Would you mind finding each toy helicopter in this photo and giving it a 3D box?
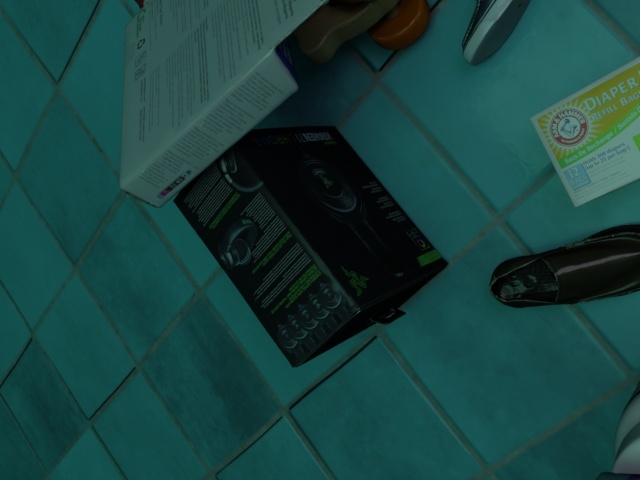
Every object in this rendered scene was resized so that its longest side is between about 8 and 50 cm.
[{"bbox_3d":[-0.044,-0.318,0.898,0.355,0.140,0.235,-26,62,23],"label":"toy helicopter"}]

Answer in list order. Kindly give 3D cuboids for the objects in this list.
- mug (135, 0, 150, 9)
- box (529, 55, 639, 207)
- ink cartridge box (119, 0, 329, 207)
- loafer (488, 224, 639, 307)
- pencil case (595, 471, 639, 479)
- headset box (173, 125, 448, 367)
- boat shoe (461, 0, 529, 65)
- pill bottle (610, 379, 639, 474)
[{"bbox_3d":[-0.195,-0.317,1.017,0.169,0.113,0.150,67,157,-1],"label":"mug"},{"bbox_3d":[0.342,-0.130,0.702,0.203,0.103,0.114,-30,83,35],"label":"box"},{"bbox_3d":[-0.118,-0.252,0.815,0.330,0.071,0.324,-33,47,27],"label":"ink cartridge box"},{"bbox_3d":[0.296,0.043,0.787,0.220,0.078,0.080,-21,88,36],"label":"loafer"},{"bbox_3d":[0.281,0.211,0.493,0.152,0.064,0.070,-7,81,36],"label":"pencil case"},{"bbox_3d":[0.000,0.000,0.877,0.131,0.246,0.283,-46,73,32],"label":"headset box"},{"bbox_3d":[0.203,-0.302,0.789,0.083,0.065,0.183,41,114,23],"label":"boat shoe"},{"bbox_3d":[0.375,0.186,0.639,0.161,0.283,0.161,9,105,33],"label":"pill bottle"}]
